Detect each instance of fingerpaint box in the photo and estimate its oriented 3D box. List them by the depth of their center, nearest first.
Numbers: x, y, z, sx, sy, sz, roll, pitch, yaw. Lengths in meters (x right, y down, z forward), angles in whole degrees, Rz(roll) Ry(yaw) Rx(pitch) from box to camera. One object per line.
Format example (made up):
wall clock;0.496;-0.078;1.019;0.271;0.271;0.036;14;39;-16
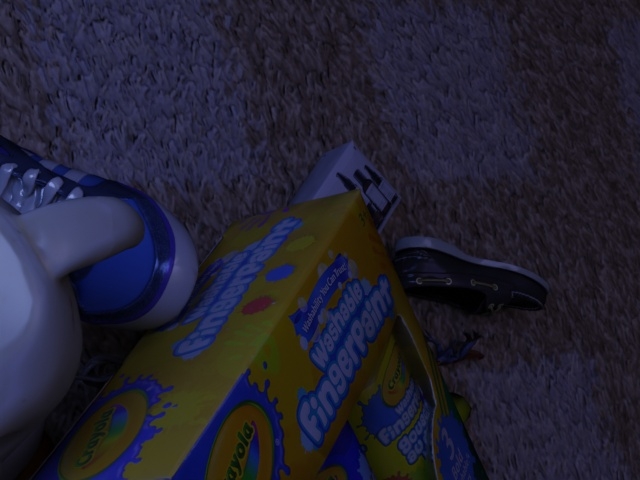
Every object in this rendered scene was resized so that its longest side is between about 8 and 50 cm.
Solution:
fingerpaint box;-0.023;0.225;1.254;0.371;0.163;0.445;65;30;-20

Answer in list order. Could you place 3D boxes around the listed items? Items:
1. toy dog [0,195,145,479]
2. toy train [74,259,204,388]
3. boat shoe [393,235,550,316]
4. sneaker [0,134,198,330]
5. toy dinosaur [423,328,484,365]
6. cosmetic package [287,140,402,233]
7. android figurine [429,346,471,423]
toy dog;-0.329;0.100;1.098;0.284;0.408;0.395;45;72;5
toy train;-0.161;0.077;1.438;0.248;0.105;0.143;8;59;-38
boat shoe;0.186;0.058;1.749;0.228;0.081;0.068;17;66;-27
sneaker;-0.284;-0.029;1.227;0.236;0.323;0.130;21;95;-49
toy dinosaur;0.163;0.141;1.724;0.082;0.047;0.090;-45;116;-22
cosmetic package;0.000;0.000;1.622;0.099;0.060;0.239;46;51;-17
android figurine;0.070;0.234;1.601;0.248;0.056;0.273;56;46;-9
